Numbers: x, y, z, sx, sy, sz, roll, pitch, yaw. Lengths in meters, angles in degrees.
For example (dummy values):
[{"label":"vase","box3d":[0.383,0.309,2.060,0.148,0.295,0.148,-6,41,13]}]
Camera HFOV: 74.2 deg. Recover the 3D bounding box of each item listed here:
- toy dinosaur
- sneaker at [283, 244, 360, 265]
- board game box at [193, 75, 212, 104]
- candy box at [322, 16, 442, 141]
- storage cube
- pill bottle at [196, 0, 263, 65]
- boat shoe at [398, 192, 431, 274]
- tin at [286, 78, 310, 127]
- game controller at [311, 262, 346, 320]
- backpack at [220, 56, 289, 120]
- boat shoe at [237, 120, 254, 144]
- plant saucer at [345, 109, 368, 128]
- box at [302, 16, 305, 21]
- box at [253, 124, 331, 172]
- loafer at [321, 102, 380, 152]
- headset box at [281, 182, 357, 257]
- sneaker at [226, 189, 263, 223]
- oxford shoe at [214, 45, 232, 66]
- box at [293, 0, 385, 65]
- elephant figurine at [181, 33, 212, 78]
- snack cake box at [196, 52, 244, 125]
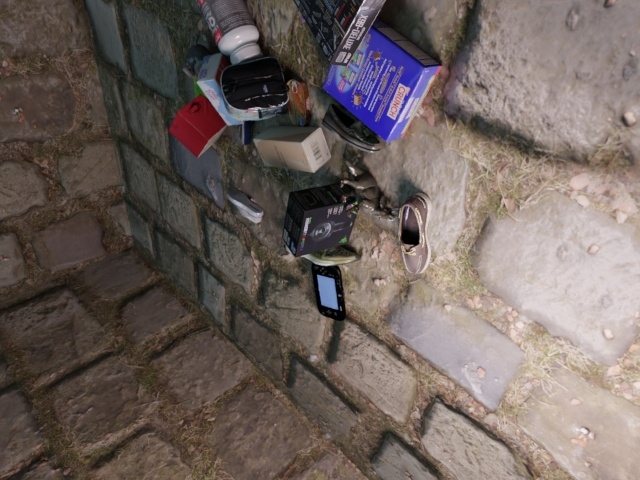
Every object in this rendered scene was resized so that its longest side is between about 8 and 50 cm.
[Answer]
[{"label":"toy dinosaur","box3d":[0.164,-0.181,1.593,0.314,0.160,0.121,63,158,12]},{"label":"sneaker","box3d":[0.000,0.000,1.892,0.410,0.158,0.182,16,107,36]},{"label":"board game box","box3d":[-0.595,-0.756,2.140,0.092,0.043,0.182,32,134,31]},{"label":"candy box","box3d":[0.186,-0.522,1.354,0.317,0.122,0.268,47,138,18]},{"label":"storage cube","box3d":[-0.606,-0.570,2.114,0.193,0.184,0.215,44,143,-13]},{"label":"pill bottle","box3d":[-0.355,-0.862,1.697,0.176,0.176,0.319,-20,98,52]},{"label":"boat shoe","box3d":[0.334,-0.008,1.533,0.116,0.096,0.325,23,129,37]},{"label":"tin","box3d":[-0.090,-0.554,1.711,0.106,0.040,0.190,18,126,36]},{"label":"game controller","box3d":[0.042,0.244,2.043,0.166,0.067,0.320,17,126,41]},{"label":"backpack","box3d":[-0.270,-0.594,1.693,0.191,0.253,0.225,142,113,-74]},{"label":"boat shoe","box3d":[-0.361,-0.540,1.996,0.066,0.066,0.183,44,139,22]},{"label":"plant saucer","box3d":[0.134,-0.428,1.552,0.119,0.021,0.120,28,132,36]},{"label":"box","box3d":[0.038,-0.850,1.363,0.293,0.057,0.201,10,119,45]},{"label":"box","box3d":[-0.122,-0.386,1.760,0.311,0.121,0.148,15,140,43]},{"label":"loafer","box3d":[0.109,-0.402,1.507,0.267,0.096,0.084,38,131,29]},{"label":"headset box","box3d":[0.008,-0.087,1.711,0.131,0.282,0.247,52,143,35]},{"label":"sneaker","box3d":[-0.412,-0.177,2.260,0.258,0.094,0.091,39,133,24]},{"label":"oxford shoe","box3d":[-0.389,-0.787,1.861,0.227,0.082,0.096,42,143,23]},{"label":"box","box3d":[0.046,-0.725,1.259,0.242,0.076,0.308,-50,58,48]},{"label":"elephant figurine","box3d":[-0.503,-0.784,1.955,0.239,0.169,0.186,35,177,17]},{"label":"snack cake box","box3d":[-0.410,-0.640,1.812,0.089,0.152,0.264,-1,153,19]}]
